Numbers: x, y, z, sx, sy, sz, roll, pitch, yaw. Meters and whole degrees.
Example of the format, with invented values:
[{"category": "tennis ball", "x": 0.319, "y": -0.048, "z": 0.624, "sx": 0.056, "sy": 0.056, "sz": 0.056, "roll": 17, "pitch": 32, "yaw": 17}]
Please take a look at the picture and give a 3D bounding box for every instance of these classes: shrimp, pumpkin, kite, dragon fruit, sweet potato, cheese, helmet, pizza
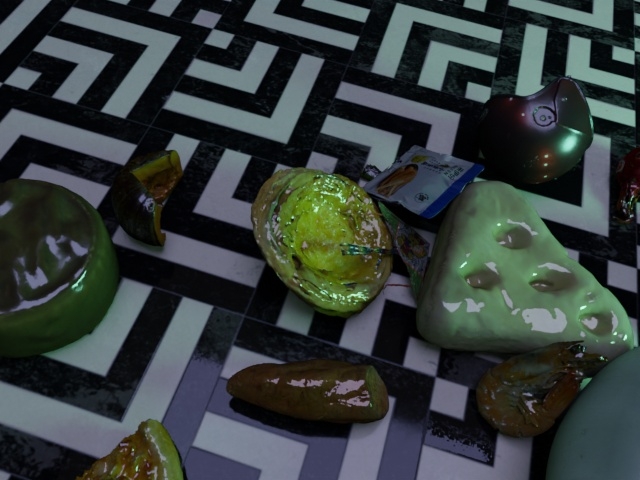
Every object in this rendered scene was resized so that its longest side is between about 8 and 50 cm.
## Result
[{"category": "shrimp", "x": 0.329, "y": 0.220, "z": 0.845, "sx": 0.051, "sy": 0.217, "sz": 0.115, "roll": 4, "pitch": 56, "yaw": -51}, {"category": "pumpkin", "x": -0.314, "y": -0.079, "z": 1.000, "sx": 0.107, "sy": 0.119, "sz": 0.184, "roll": 6, "pitch": 52, "yaw": -4}, {"category": "kite", "x": 0.120, "y": 0.020, "z": 0.978, "sx": 0.244, "sy": 0.006, "sz": 0.198, "roll": -4, "pitch": 71, "yaw": -45}, {"category": "dragon fruit", "x": 0.636, "y": -0.120, "z": 1.142, "sx": 0.094, "sy": 0.094, "sz": 0.190, "roll": 34, "pitch": 72, "yaw": 15}, {"category": "sweet potato", "x": -0.015, "y": 0.223, "z": 0.855, "sx": 0.251, "sy": 0.097, "sz": 0.097, "roll": 7, "pitch": 57, "yaw": -3}, {"category": "cheese", "x": 0.352, "y": 0.050, "z": 0.977, "sx": 0.350, "sy": 0.130, "sz": 0.329, "roll": 12, "pitch": 57, "yaw": 1}, {"category": "helmet", "x": 0.415, "y": -0.209, "z": 1.109, "sx": 0.215, "sy": 0.189, "sz": 0.193, "roll": 23, "pitch": 82, "yaw": 2}, {"category": "pizza", "x": -0.292, "y": 0.394, "z": 0.726, "sx": 0.225, "sy": 0.086, "sz": 0.336, "roll": 10, "pitch": 59, "yaw": -1}]

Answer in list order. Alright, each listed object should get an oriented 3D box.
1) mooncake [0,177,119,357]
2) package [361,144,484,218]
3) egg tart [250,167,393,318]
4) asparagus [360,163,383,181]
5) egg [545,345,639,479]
[{"category": "mooncake", "x": -0.472, "y": 0.036, "z": 0.891, "sx": 0.284, "sy": 0.156, "sz": 0.285, "roll": 3, "pitch": 56, "yaw": -5}, {"category": "package", "x": 0.188, "y": -0.114, "z": 1.057, "sx": 0.171, "sy": 0.027, "sz": 0.173, "roll": -40, "pitch": 43, "yaw": -26}, {"category": "egg tart", "x": 0.000, "y": 0.000, "z": 0.970, "sx": 0.290, "sy": 0.107, "sz": 0.291, "roll": 18, "pitch": 57, "yaw": -31}, {"category": "asparagus", "x": 0.152, "y": -0.101, "z": 1.111, "sx": 0.165, "sy": 0.030, "sz": 0.036, "roll": 33, "pitch": 37, "yaw": 17}, {"category": "egg", "x": 0.447, "y": 0.297, "z": 0.771, "sx": 0.229, "sy": 0.230, "sz": 0.371, "roll": 34, "pitch": 62, "yaw": 15}]
